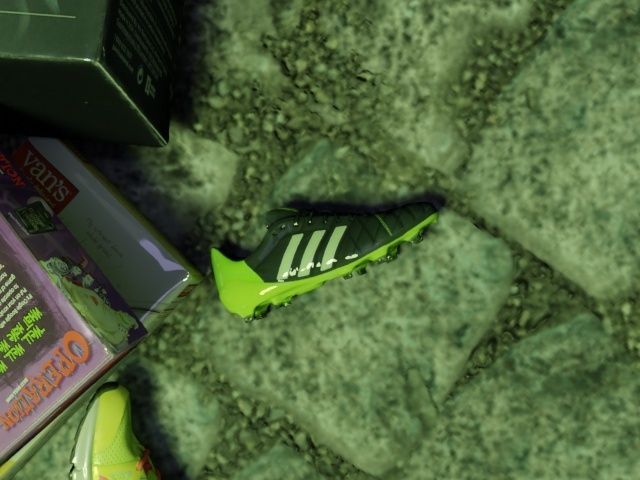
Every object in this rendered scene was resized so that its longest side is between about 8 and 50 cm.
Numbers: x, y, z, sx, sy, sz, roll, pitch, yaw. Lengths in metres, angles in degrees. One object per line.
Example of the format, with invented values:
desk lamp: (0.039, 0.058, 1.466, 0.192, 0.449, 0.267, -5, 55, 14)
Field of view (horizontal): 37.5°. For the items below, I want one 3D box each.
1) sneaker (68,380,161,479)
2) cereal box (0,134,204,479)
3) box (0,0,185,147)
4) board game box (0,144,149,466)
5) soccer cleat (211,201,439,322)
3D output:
sneaker: (-0.134, 0.208, 0.715, 0.094, 0.081, 0.208, -6, 94, -1)
cereal box: (-0.234, 0.053, 0.738, 0.173, 0.047, 0.240, 44, 93, 7)
box: (-0.270, -0.251, 0.667, 0.343, 0.179, 0.312, 5, 79, 6)
board game box: (-0.294, 0.082, 0.670, 0.347, 0.056, 0.208, -39, 83, 29)
soccer cleat: (0.000, 0.000, 0.712, 0.179, 0.060, 0.072, -24, 85, 8)
